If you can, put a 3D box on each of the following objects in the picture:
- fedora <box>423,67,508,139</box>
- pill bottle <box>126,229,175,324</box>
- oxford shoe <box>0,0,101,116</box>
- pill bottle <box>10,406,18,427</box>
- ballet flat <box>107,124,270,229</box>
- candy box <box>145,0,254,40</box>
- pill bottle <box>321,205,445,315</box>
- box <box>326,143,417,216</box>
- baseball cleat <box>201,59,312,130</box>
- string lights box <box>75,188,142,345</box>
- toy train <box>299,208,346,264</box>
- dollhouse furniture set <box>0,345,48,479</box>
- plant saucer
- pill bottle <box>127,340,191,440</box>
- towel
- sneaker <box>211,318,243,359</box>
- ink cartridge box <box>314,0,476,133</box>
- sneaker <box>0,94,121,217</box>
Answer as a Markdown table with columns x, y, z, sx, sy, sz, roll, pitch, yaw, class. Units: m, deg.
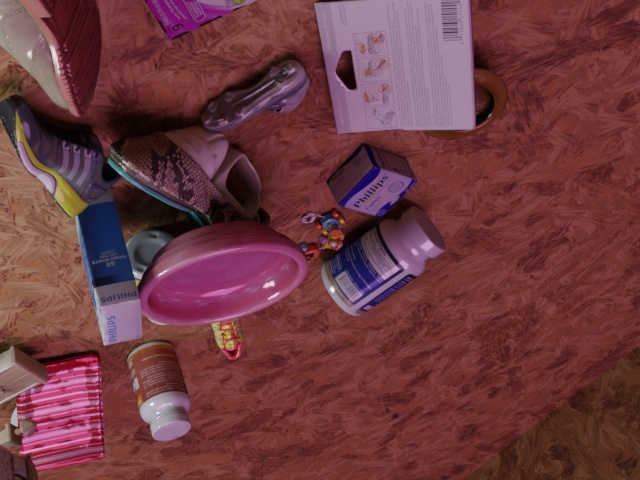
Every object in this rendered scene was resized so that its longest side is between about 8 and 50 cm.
| x | y | z | sx | sy | sz | roll | pitch | yaw | class |
| --- | --- | --- | --- | --- | --- | --- | --- | --- | --- |
| 0.266 | -0.283 | 1.868 | 0.194 | 0.079 | 0.194 | -8 | 141 | -7 | fedora |
| -0.335 | 0.082 | 1.993 | 0.119 | 0.119 | 0.208 | -16 | 147 | -10 | pill bottle |
| -0.419 | -0.326 | 1.393 | 0.146 | 0.141 | 0.397 | 10 | 151 | 7 | oxford shoe |
| -0.642 | 0.460 | 2.348 | 0.117 | 0.118 | 0.208 | -35 | 146 | 18 | pill bottle |
| -0.218 | -0.110 | 1.789 | 0.182 | 0.164 | 0.483 | -47 | 152 | -3 | ballet flat |
| -0.160 | -0.417 | 1.432 | 0.233 | 0.071 | 0.159 | -26 | 146 | 3 | candy box |
| 0.145 | 0.045 | 2.195 | 0.264 | 0.153 | 0.153 | -36 | 145 | 19 | pill bottle |
| 0.108 | -0.123 | 2.009 | 0.137 | 0.072 | 0.126 | 13 | 132 | -41 | box |
| -0.107 | -0.241 | 1.714 | 0.205 | 0.072 | 0.109 | -27 | 154 | 12 | baseball cleat |
| -0.396 | 0.047 | 1.777 | 0.076 | 0.260 | 0.133 | -11 | 146 | -17 | string lights box |
| 0.000 | 0.000 | 2.142 | 0.125 | 0.046 | 0.166 | -12 | 146 | -17 | toy train |
| -0.670 | 0.413 | 1.999 | 0.173 | 0.356 | 0.303 | -28 | 141 | 10 | dollhouse furniture set |
| -0.191 | 0.059 | 1.836 | 0.332 | 0.084 | 0.332 | -14 | 156 | -6 | plant saucer |
| -0.377 | 0.357 | 2.268 | 0.121 | 0.216 | 0.121 | -16 | 146 | -11 | pill bottle |
| -0.603 | 0.402 | 2.232 | 0.198 | 0.031 | 0.275 | -6 | 106 | -23 | towel |
| -0.217 | 0.210 | 2.268 | 0.081 | 0.094 | 0.208 | -18 | 145 | -4 | sneaker |
| 0.141 | -0.323 | 1.706 | 0.261 | 0.066 | 0.296 | 0 | 137 | 11 | ink cartridge box |
| -0.440 | -0.158 | 1.623 | 0.121 | 0.111 | 0.300 | -32 | 153 | -5 | sneaker |
